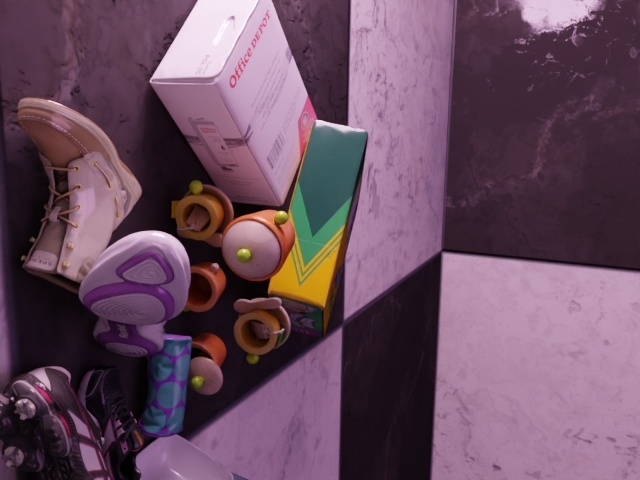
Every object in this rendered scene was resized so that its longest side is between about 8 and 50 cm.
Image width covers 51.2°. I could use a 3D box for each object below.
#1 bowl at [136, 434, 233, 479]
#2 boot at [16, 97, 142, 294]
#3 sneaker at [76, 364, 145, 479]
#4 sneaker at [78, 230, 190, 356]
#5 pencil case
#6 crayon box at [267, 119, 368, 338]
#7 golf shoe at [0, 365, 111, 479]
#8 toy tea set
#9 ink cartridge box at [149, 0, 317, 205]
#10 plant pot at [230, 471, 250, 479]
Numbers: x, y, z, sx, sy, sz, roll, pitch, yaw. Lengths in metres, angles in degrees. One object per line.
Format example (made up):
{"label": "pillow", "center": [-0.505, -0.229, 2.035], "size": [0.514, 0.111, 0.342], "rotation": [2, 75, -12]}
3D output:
{"label": "bowl", "center": [-0.216, 0.367, 0.980], "size": [0.142, 0.142, 0.053], "rotation": [-37, 154, -61]}
{"label": "boot", "center": [-0.294, -0.043, 0.761], "size": [0.213, 0.077, 0.165], "rotation": [66, 39, -59]}
{"label": "sneaker", "center": [-0.268, 0.250, 0.890], "size": [0.072, 0.077, 0.178], "rotation": [-32, 124, -62]}
{"label": "sneaker", "center": [-0.220, 0.038, 0.811], "size": [0.305, 0.114, 0.152], "rotation": [132, -30, -59]}
{"label": "pencil case", "center": [-0.230, 0.210, 0.981], "size": [0.070, 0.064, 0.151], "rotation": [4, 91, -21]}
{"label": "crayon box", "center": [0.000, 0.000, 1.253], "size": [0.363, 0.106, 0.312], "rotation": [88, 15, -74]}
{"label": "golf shoe", "center": [-0.277, 0.272, 0.772], "size": [0.120, 0.105, 0.272], "rotation": [-51, 121, -78]}
{"label": "toy tea set", "center": [-0.144, 0.087, 0.989], "size": [0.124, 0.200, 0.335], "rotation": [-46, 142, -67]}
{"label": "ink cartridge box", "center": [-0.121, -0.221, 1.059], "size": [0.283, 0.117, 0.207], "rotation": [64, 39, -51]}
{"label": "plant pot", "center": [-0.127, 0.536, 1.060], "size": [0.247, 0.253, 0.247], "rotation": [14, 82, -65]}
